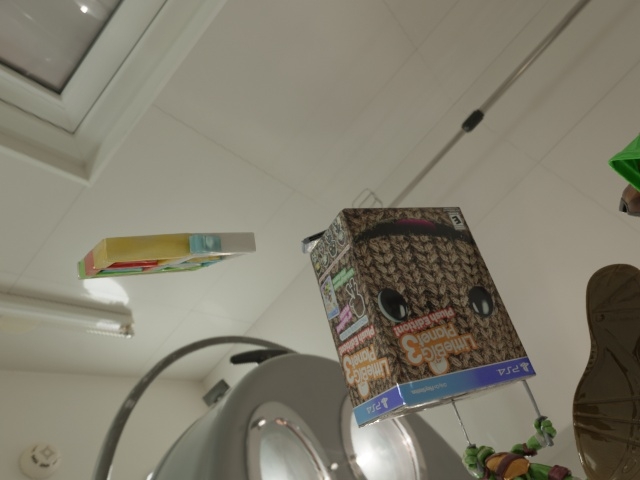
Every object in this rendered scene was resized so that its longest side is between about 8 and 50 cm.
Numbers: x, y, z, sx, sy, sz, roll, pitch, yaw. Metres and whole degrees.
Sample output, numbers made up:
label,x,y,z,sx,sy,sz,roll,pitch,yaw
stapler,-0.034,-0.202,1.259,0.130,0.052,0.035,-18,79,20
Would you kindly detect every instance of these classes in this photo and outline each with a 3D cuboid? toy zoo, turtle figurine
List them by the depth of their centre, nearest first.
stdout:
label,x,y,z,sx,sy,sz,roll,pitch,yaw
toy zoo,-0.222,0.022,0.667,0.192,0.293,0.030,-3,-97,-34
turtle figurine,0.398,0.424,0.940,0.197,0.275,0.266,16,177,-23

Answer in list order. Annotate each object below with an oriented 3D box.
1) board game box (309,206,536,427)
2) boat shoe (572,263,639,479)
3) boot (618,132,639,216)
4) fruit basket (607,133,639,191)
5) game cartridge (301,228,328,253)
label,x,y,z,sx,sy,sz,roll,pitch,yaw
board game box,0.144,0.106,0.727,0.231,0.141,0.291,-4,-118,-26
boat shoe,0.473,0.210,0.711,0.110,0.341,0.121,28,159,-34
boot,1.059,-0.212,1.484,0.096,0.281,0.264,12,-166,17
fruit basket,0.915,-0.110,1.133,0.282,0.392,0.392,32,-165,-14
game cartridge,0.000,0.000,0.959,0.056,0.083,0.017,98,148,-68
